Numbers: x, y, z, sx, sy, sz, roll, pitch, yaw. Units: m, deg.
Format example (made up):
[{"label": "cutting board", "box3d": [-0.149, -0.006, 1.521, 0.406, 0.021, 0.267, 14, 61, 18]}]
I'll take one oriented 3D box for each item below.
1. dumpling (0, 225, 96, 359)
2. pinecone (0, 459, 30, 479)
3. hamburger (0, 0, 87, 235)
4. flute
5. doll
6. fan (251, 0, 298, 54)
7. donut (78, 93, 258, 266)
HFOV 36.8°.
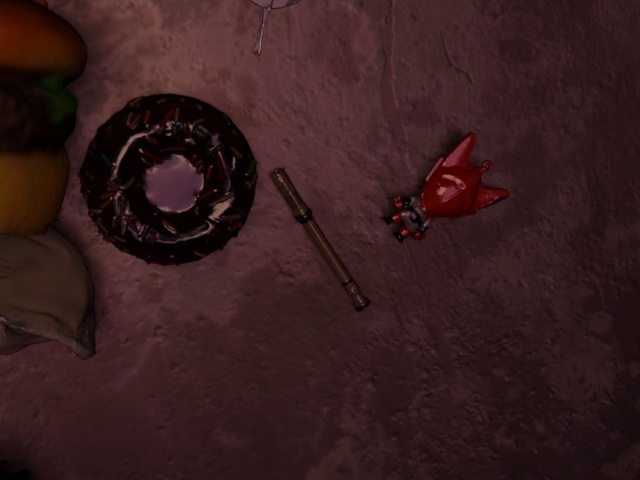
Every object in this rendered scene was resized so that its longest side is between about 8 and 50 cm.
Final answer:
[{"label": "dumpling", "box3d": [-0.391, 0.060, 1.161, 0.243, 0.227, 0.175, 7, 103, -3]}, {"label": "pinecone", "box3d": [-0.470, 0.380, 1.206, 0.273, 0.224, 0.224, 1, 100, -16]}, {"label": "hamburger", "box3d": [-0.448, -0.167, 1.046, 0.396, 0.396, 0.277, 8, 99, -12]}, {"label": "flute", "box3d": [0.000, 0.000, 1.327, 0.027, 0.027, 0.233, -34, 105, -4]}, {"label": "doll", "box3d": [0.168, -0.060, 1.332, 0.169, 0.057, 0.109, -35, 106, -4]}, {"label": "fan", "box3d": [-0.067, -0.330, 1.265, 0.113, 0.005, 0.175, 11, 98, -13]}, {"label": "donut", "box3d": [-0.193, -0.072, 1.245, 0.235, 0.089, 0.235, -2, 101, -12]}]
